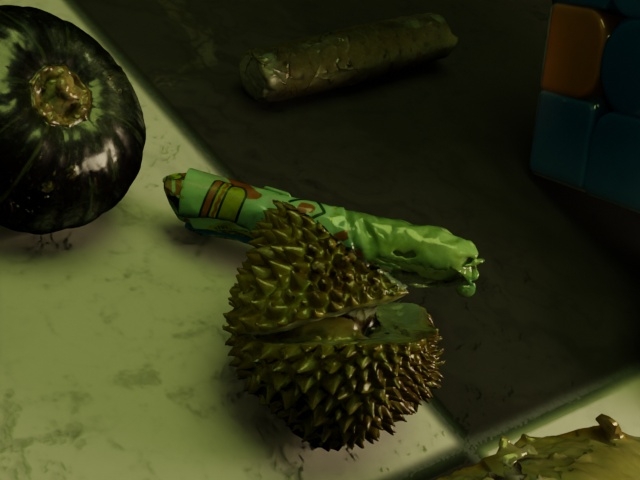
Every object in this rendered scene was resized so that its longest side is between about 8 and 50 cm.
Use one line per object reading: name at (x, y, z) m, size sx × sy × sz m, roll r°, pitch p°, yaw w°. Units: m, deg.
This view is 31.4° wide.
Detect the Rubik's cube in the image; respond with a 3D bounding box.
Rubik's cube at (0.430, -0.179, 1.188) m, size 0.291 × 0.290 × 0.292 m, roll -3°, pitch 16°, yaw -27°

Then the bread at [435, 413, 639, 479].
bread at (0.129, 0.230, 0.660) m, size 0.375 × 0.165 × 0.236 m, roll -2°, pitch 49°, yaw -49°

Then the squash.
squash at (-0.240, -0.098, 0.946) m, size 0.193 × 0.156 × 0.193 m, roll 5°, pitch 72°, yaw -15°

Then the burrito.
burrito at (0.000, 0.000, 1.004) m, size 0.288 × 0.104 × 0.054 m, roll 12°, pitch 68°, yaw 9°

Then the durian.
durian at (0.001, 0.077, 0.883) m, size 0.193 × 0.137 × 0.237 m, roll 36°, pitch -2°, yaw 18°

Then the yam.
yam at (0.038, -0.213, 1.304) m, size 0.317 × 0.067 × 0.071 m, roll -20°, pitch 66°, yaw -39°
